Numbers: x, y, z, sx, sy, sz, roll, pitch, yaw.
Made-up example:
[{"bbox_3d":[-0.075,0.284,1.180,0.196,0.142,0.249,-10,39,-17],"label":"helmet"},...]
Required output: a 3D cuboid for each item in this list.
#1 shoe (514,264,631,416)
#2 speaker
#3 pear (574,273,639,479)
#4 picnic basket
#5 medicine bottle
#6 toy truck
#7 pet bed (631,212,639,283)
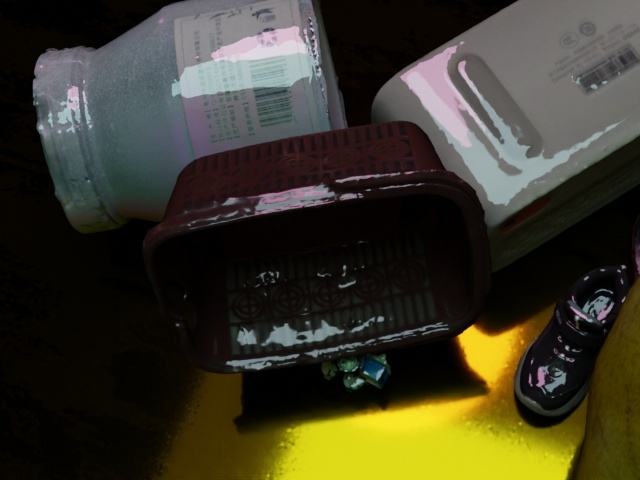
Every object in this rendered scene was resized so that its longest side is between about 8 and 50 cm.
[{"bbox_3d":[0.244,0.085,0.990,0.071,0.099,0.169,33,72,20],"label":"shoe"},{"bbox_3d":[0.269,-0.148,1.068,0.406,0.183,0.184,-31,68,-7],"label":"speaker"},{"bbox_3d":[0.393,0.136,0.810,0.413,0.352,0.352,-43,64,1],"label":"pear"},{"bbox_3d":[0.000,0.000,0.955,0.296,0.223,0.129,-10,43,5],"label":"picnic basket"},{"bbox_3d":[-0.125,-0.129,1.081,0.289,0.245,0.245,-10,61,5],"label":"medicine bottle"},{"bbox_3d":[-0.001,0.081,1.047,0.175,0.067,0.081,27,71,22],"label":"toy truck"},{"bbox_3d":[0.402,0.018,1.028,0.201,0.053,0.201,-3,61,6],"label":"pet bed"}]
